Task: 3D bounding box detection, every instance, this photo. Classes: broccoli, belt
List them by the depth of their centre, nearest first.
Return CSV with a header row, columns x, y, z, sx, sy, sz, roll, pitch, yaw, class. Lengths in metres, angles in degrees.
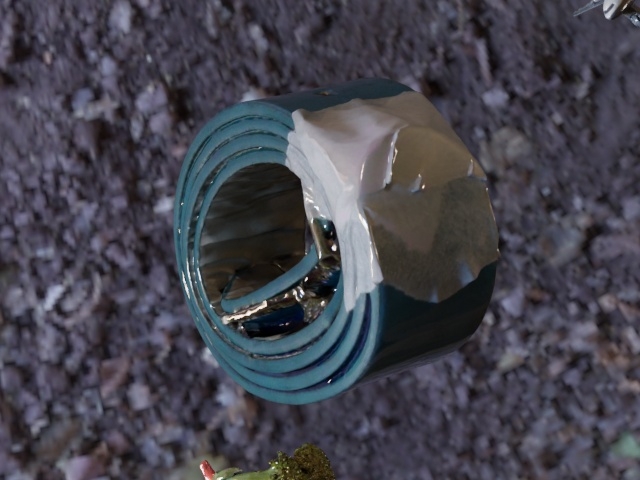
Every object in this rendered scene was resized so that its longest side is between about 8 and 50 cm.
x,y,z,sx,sy,sz,roll,pitch,yaw,class
-0.036,0.228,1.301,0.120,0.130,0.131,20,87,6,broccoli
-0.001,0.000,1.561,0.173,0.300,0.436,-16,177,-32,belt

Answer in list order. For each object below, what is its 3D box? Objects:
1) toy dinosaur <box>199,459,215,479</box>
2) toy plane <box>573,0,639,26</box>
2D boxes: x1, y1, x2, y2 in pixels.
x,y,z,sx,sy,sz,roll,pitch,yaw,class
-0.091,0.325,1.601,0.139,0.286,0.070,-47,123,-14,toy dinosaur
0.313,-0.270,1.539,0.058,0.226,0.226,35,134,-14,toy plane
